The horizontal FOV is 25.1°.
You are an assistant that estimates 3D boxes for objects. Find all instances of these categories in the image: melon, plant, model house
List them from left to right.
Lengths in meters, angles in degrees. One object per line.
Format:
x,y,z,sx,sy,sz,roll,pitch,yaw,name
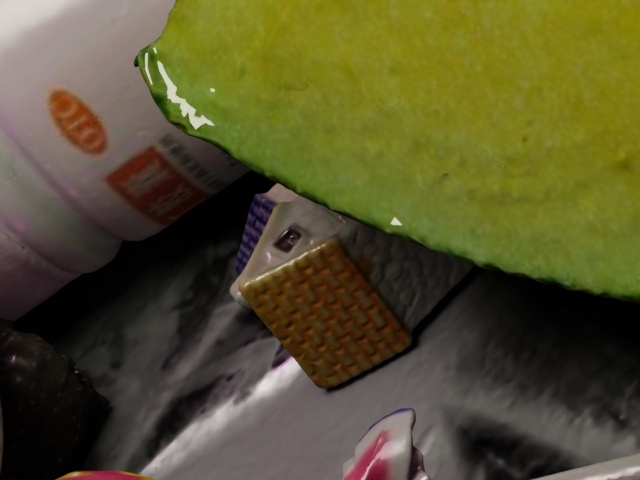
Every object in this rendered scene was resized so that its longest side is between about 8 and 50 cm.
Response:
-0.174,0.112,0.708,0.094,0.092,0.143,25,67,35,plant
0.000,0.000,0.675,0.100,0.088,0.101,-46,41,-7,model house
0.145,-0.117,0.499,0.343,0.226,0.331,36,70,20,melon

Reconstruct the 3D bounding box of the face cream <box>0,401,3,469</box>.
-0.269,0.075,0.576,0.179,0.218,0.218,-31,44,20,face cream

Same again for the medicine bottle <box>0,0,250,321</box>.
-0.113,-0.105,0.751,0.316,0.202,0.202,-33,45,7,medicine bottle

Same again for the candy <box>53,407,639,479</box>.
0.023,0.121,0.574,0.365,0.124,0.124,-16,49,12,candy
